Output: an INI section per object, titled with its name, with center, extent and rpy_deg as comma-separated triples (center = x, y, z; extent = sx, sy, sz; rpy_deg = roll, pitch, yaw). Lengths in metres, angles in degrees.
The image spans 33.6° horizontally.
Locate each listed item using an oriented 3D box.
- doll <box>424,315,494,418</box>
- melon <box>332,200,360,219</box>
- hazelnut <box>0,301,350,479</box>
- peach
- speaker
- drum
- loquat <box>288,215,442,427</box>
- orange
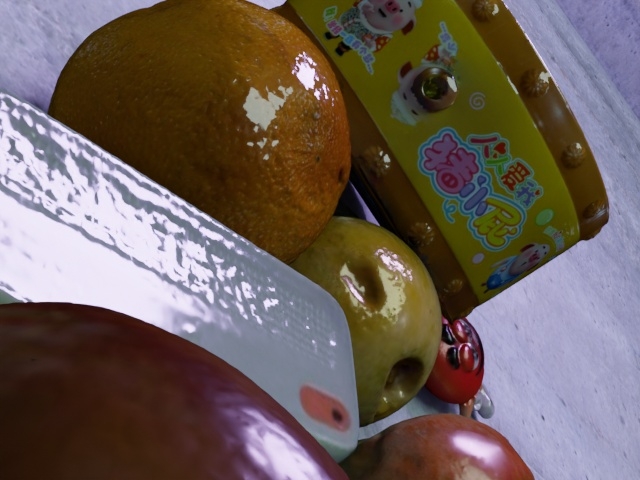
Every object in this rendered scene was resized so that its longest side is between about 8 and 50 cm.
[doll]
center = 0.168, 0.138, 1.350
extent = 0.217, 0.085, 0.183
rpy_deg = 31, 42, -60
[melon]
center = 0.000, 0.000, 1.163
extent = 0.130, 0.098, 0.098
rpy_deg = 44, 33, -33
[hazelnut]
center = -0.136, 0.218, 0.500
extent = 0.366, 0.365, 0.366
rpy_deg = 41, 35, -37
[peach]
center = 0.097, 0.283, 0.980
extent = 0.214, 0.214, 0.236
rpy_deg = 14, 66, -56
[speaker]
center = -0.156, 0.069, 0.738
extent = 0.406, 0.184, 0.183
rpy_deg = 34, 39, -43
[drum]
center = 0.123, -0.130, 1.195
extent = 0.431, 0.214, 0.431
rpy_deg = 58, 1, -2
[loquat]
center = 0.016, 0.075, 1.018
extent = 0.213, 0.213, 0.213
rpy_deg = 41, 35, -37
[orange]
center = -0.105, -0.088, 0.901
extent = 0.264, 0.264, 0.264
rpy_deg = 41, 35, -37
